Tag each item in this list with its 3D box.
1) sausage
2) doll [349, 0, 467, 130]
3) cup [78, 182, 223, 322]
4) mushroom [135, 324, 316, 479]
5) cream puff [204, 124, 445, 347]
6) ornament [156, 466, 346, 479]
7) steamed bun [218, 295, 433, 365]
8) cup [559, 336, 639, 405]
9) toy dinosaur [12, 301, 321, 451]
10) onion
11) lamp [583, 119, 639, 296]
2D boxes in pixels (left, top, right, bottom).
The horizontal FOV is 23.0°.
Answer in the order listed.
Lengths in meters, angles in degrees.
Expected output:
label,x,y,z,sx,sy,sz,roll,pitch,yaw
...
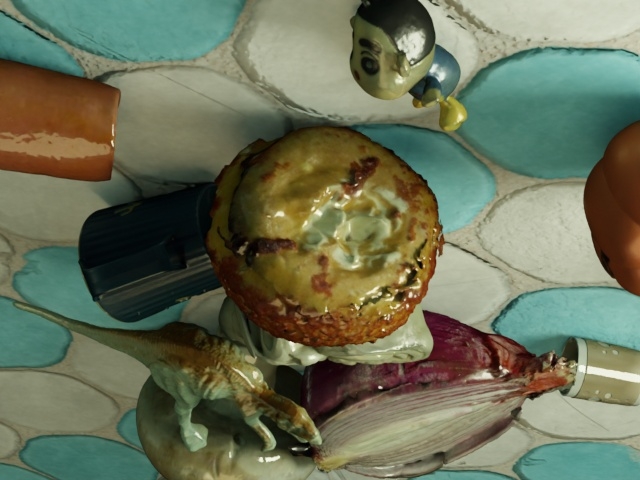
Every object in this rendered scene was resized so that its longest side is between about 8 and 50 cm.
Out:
label,x,y,z,sx,sy,sz,roll,pitch,yaw
sausage,-0.323,-0.124,1.519,0.259,0.113,0.113,10,150,-10
doll,0.074,-0.157,1.410,0.089,0.102,0.179,-41,138,-4
cup,-0.171,0.014,1.690,0.155,0.131,0.176,-18,-172,27
mushroom,-0.105,0.201,1.962,0.244,0.243,0.243,5,151,3
cream puff,-0.001,0.001,1.558,0.240,0.240,0.164,14,157,-13
ornament,-0.085,0.436,2.233,0.337,0.337,0.337,5,151,3
steamed bun,0.003,0.053,1.720,0.211,0.144,0.218,-2,-166,-22
cup,0.345,0.169,1.934,0.099,0.074,0.102,11,151,-9
toy dinosaur,-0.169,0.145,1.800,0.393,0.092,0.205,33,155,9
onion,0.136,0.154,1.882,0.349,0.159,0.267,-22,151,17
lamp,0.342,-0.036,1.492,0.188,0.164,0.187,-2,128,-2
